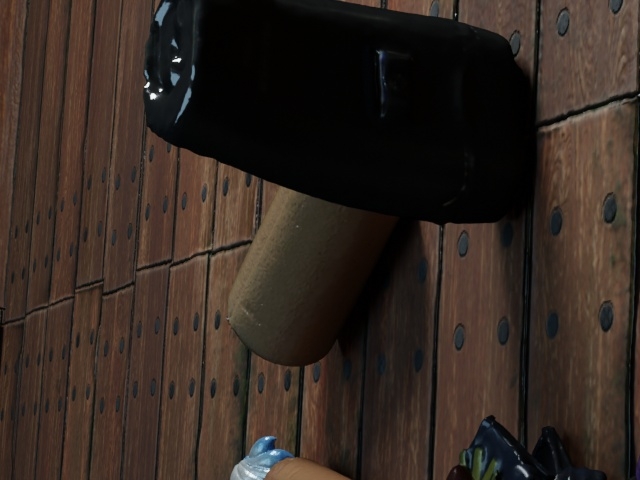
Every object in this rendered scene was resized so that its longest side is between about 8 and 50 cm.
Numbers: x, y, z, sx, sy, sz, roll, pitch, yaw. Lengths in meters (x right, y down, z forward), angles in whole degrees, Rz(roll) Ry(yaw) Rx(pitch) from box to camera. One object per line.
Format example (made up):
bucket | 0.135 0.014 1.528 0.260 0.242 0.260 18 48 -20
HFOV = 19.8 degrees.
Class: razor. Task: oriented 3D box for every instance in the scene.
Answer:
razor | 0.017 -0.121 1.518 0.107 0.327 0.189 -37 47 54

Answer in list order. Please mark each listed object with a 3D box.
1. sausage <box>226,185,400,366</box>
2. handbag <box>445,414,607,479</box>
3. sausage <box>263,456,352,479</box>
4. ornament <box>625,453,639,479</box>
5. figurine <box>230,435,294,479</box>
sausage | 0.000 0.000 1.799 0.253 0.123 0.123 117 150 -42
handbag | 0.144 0.330 1.357 0.303 0.122 0.329 -119 43 -55
sausage | 0.013 0.266 1.742 0.289 0.086 0.086 -169 86 -69
ornament | 0.255 0.149 1.184 0.203 0.081 0.088 139 135 -62
figurine | -0.048 0.268 1.929 0.114 0.079 0.114 12 111 34
